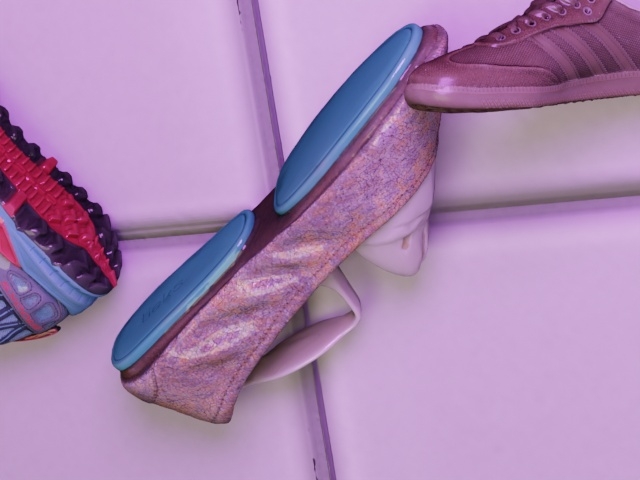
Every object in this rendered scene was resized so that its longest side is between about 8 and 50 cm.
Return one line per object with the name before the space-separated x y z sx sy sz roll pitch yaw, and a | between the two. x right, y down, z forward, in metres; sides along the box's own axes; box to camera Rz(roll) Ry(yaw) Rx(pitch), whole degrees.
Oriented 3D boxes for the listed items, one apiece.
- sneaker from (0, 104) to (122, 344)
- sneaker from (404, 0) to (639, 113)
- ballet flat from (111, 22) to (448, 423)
sneaker | -0.253 -0.039 1.205 0.125 0.104 0.262 -38 93 24
sneaker | 0.129 -0.111 1.064 0.188 0.066 0.071 -7 94 -26
ballet flat | 0.000 0.000 1.159 0.106 0.107 0.316 36 119 -17
